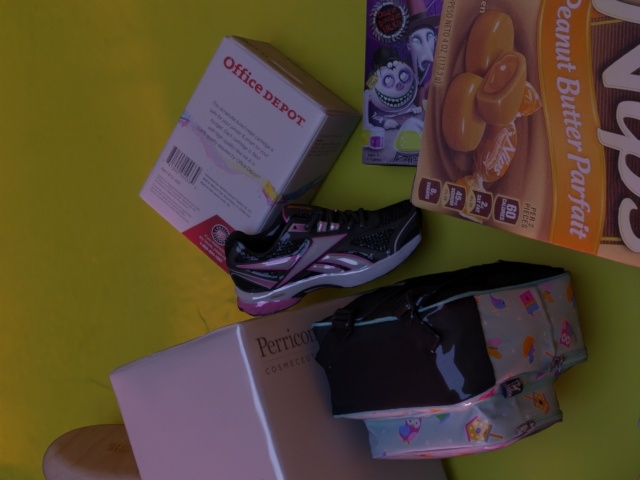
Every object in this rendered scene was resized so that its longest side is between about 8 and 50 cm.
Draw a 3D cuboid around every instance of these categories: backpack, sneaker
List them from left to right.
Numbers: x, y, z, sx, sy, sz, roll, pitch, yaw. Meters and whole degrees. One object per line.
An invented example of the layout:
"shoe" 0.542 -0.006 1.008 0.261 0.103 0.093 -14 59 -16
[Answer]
"sneaker" 0.000 0.000 0.986 0.178 0.072 0.077 -23 114 3
"backpack" 0.113 0.089 0.901 0.165 0.188 0.145 -20 90 45

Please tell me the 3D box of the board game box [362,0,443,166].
"board game box" 0.196 -0.155 0.917 0.346 0.056 0.208 4 92 29

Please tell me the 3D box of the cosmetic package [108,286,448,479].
"cosmetic package" 0.000 0.248 0.957 0.156 0.217 0.385 -20 86 35

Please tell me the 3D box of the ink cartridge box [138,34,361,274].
"ink cartridge box" -0.064 -0.076 1.050 0.127 0.072 0.175 40 111 21

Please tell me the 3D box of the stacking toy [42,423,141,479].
"stacking toy" -0.207 0.355 1.137 0.141 0.141 0.331 13 104 28

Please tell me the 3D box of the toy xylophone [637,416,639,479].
"toy xylophone" 0.329 0.124 0.809 0.236 0.081 0.323 24 118 34

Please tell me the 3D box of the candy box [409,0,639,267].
"candy box" 0.210 -0.081 0.785 0.316 0.087 0.183 18 104 48
